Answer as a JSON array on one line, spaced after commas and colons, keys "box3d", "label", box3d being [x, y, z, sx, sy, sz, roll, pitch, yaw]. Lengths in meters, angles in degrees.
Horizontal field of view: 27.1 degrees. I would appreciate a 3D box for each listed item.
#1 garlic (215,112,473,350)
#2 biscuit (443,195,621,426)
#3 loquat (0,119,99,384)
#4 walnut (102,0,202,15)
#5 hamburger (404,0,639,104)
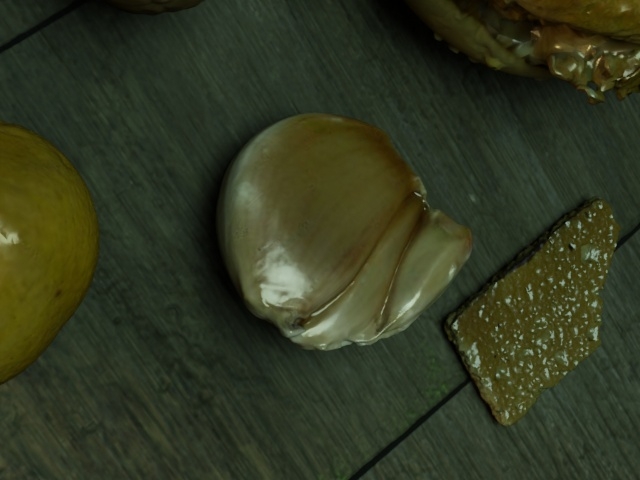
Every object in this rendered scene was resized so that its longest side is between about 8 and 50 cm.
[{"box3d": [0.000, 0.000, 1.172, 0.228, 0.110, 0.217, -40, 95, -36], "label": "garlic"}, {"box3d": [0.232, 0.068, 1.338, 0.237, 0.026, 0.131, -38, 107, -26], "label": "biscuit"}, {"box3d": [-0.266, 0.009, 0.969, 0.208, 0.208, 0.208, 2, 87, -29], "label": "loquat"}, {"box3d": [-0.147, -0.329, 1.018, 0.285, 0.285, 0.297, -11, 86, -29], "label": "walnut"}, {"box3d": [0.282, -0.281, 1.246, 0.445, 0.268, 0.287, -42, 105, -28], "label": "hamburger"}]
